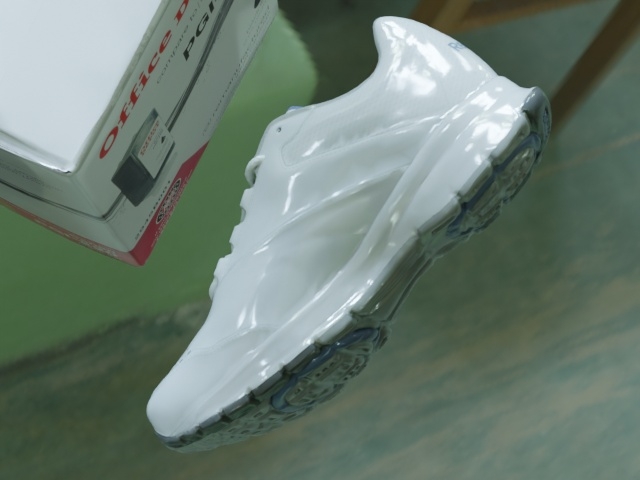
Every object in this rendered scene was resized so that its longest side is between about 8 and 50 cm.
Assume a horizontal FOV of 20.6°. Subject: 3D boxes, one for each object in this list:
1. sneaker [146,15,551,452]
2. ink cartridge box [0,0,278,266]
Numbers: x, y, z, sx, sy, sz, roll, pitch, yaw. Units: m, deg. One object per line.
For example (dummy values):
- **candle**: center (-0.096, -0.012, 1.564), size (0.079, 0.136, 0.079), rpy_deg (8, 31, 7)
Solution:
- **sneaker**: center (0.000, 0.000, 1.029), size (0.129, 0.111, 0.297), rpy_deg (43, 90, 18)
- **ink cartridge box**: center (-0.095, -0.090, 0.779), size (0.092, 0.218, 0.159), rpy_deg (25, 81, 8)
